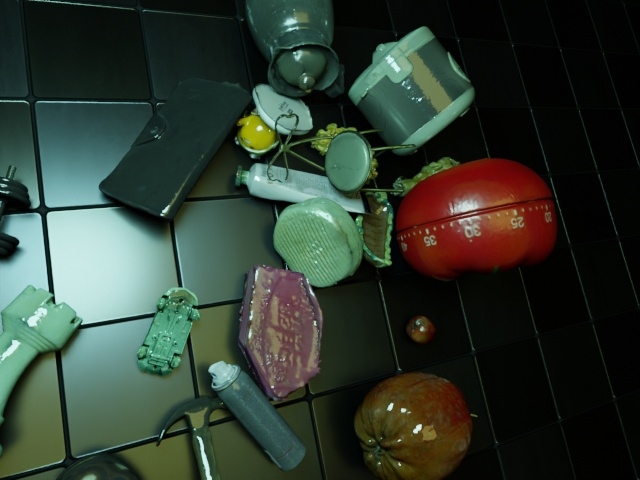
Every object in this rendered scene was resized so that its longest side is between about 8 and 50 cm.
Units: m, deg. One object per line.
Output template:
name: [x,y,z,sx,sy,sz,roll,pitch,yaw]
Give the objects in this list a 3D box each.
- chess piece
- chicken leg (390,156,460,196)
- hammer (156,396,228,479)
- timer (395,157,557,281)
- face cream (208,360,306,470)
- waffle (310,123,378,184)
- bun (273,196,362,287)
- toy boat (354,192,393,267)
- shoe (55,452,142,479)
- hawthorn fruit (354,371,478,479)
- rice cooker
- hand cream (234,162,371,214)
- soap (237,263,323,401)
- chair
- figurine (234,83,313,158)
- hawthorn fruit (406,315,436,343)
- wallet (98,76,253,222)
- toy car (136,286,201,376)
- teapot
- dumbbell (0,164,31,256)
chess piece: [-0.562,0.228,0.829,0.195,0.195,0.299,37,57,-11]
chicken leg: [0.303,-0.177,1.353,0.228,0.103,0.088,-18,100,-23]
hammer: [-0.187,0.511,0.901,0.169,0.044,0.439,-9,58,-28]
timer: [0.377,-0.048,1.196,0.379,0.378,0.278,-11,88,-26]
face cream: [-0.133,0.361,0.998,0.073,0.073,0.283,-43,110,-27]
waffle: [0.072,-0.229,1.294,0.161,0.046,0.191,-31,93,-30]
bun: [-0.002,-0.003,1.133,0.221,0.221,0.108,51,33,-4]
toy boat: [0.134,-0.014,1.192,0.109,0.099,0.292,29,36,-18]
shoe: [-0.318,0.552,0.809,0.171,0.237,0.383,-31,92,-30]
hawthorn fruit: [0.207,0.420,1.083,0.258,0.258,0.262,51,44,-5]
rice cooker: [0.239,-0.401,1.290,0.288,0.288,0.277,-41,94,-27]
hand cream: [-0.040,-0.129,1.182,0.337,0.076,0.121,9,43,-14]
soap: [-0.091,0.211,1.074,0.182,0.112,0.288,10,74,-18]
chair: [0.055,-0.188,1.124,0.326,0.170,0.159,-7,121,-42]
figurine: [-0.123,-0.286,1.208,0.167,0.141,0.250,40,28,-2]
hawthorn fruit: [0.263,0.233,1.245,0.077,0.077,0.077,6,74,-22]
wallet: [-0.316,-0.221,1.070,0.197,0.051,0.377,20,66,18]
toy car: [-0.316,0.189,1.007,0.094,0.058,0.186,22,81,-18]
teapot: [-0.054,-0.475,1.217,0.224,0.305,0.284,-13,68,3]
dumbbell: [-0.616,-0.046,0.912,0.099,0.099,0.208,13,73,-20]
